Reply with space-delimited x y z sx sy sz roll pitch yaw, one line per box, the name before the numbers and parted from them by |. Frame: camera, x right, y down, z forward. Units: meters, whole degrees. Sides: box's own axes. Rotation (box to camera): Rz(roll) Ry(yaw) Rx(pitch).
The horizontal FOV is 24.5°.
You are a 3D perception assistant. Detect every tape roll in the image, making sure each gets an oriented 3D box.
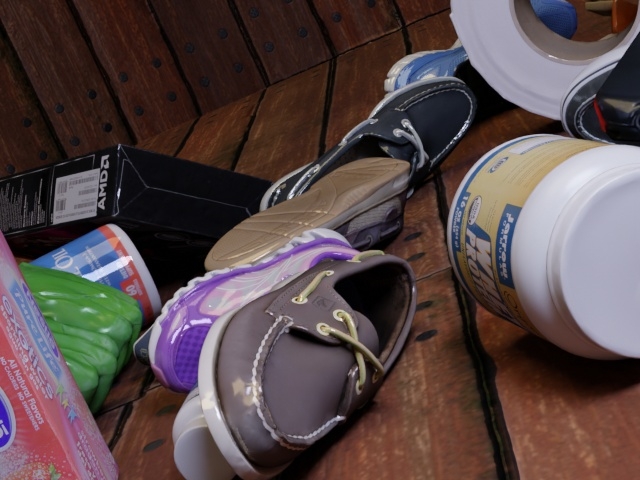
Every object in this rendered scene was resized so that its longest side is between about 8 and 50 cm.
tape roll | 0.294 -0.281 1.666 0.286 0.286 0.100 -18 14 24

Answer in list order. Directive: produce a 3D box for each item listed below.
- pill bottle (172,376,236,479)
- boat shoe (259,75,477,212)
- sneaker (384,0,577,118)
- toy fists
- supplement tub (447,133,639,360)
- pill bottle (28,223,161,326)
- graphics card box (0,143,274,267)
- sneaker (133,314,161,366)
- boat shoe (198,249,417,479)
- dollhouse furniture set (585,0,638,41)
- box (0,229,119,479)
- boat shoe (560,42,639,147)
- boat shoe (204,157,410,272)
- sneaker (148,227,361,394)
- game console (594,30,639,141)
pill bottle | -0.074 0.138 1.111 0.067 0.067 0.120 -21 13 13
boat shoe | 0.071 -0.088 1.700 0.302 0.114 0.091 -39 15 -12
sneaker | 0.246 -0.234 1.994 0.330 0.130 0.147 -35 31 -29
toy fists | -0.258 0.106 1.440 0.142 0.096 0.279 13 15 1
supplement tub | 0.183 0.003 1.020 0.144 0.144 0.199 -26 12 -9
pill bottle | -0.298 0.082 1.626 0.221 0.124 0.124 -29 13 -18
graphics card box | -0.258 -0.031 1.840 0.232 0.094 0.371 13 -16 -39
sneaker | -0.118 0.070 1.472 0.086 0.064 0.192 -10 21 31
boat shoe | 0.000 0.081 1.111 0.096 0.117 0.324 -23 7 19
dollhouse furniture set | 0.440 -0.352 1.817 0.135 0.262 0.259 -9 -12 43
box | -0.283 0.100 1.117 0.154 0.300 0.142 -24 13 2
boat shoe | 0.337 -0.106 1.272 0.306 0.113 0.105 5 33 34
boat shoe | 0.000 0.000 1.488 0.102 0.092 0.285 3 25 38
sneaker | -0.042 0.064 1.322 0.236 0.095 0.104 -29 21 -26
game console | 0.417 -0.131 1.047 0.386 0.060 0.342 4 21 23
